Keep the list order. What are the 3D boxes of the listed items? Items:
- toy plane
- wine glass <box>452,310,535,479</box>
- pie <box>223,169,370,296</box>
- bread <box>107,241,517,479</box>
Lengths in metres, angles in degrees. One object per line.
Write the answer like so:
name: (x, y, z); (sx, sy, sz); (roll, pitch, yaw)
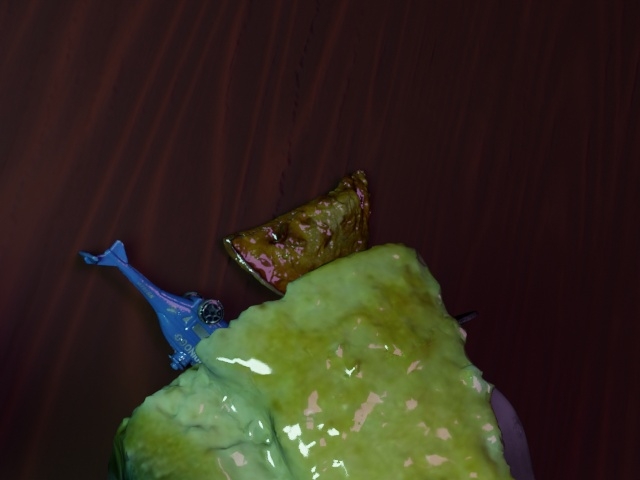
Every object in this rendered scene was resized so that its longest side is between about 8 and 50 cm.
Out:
toy plane: (-0.122, 0.057, 1.300); (0.167, 0.054, 0.062); (45, 77, -23)
wine glass: (0.135, 0.172, 1.459); (0.093, 0.093, 0.202); (-19, 87, -43)
pie: (0.000, 0.003, 1.435); (0.191, 0.033, 0.088); (-29, 101, -43)
bread: (-0.028, 0.201, 1.183); (0.264, 0.395, 0.239); (-22, 72, -20)
